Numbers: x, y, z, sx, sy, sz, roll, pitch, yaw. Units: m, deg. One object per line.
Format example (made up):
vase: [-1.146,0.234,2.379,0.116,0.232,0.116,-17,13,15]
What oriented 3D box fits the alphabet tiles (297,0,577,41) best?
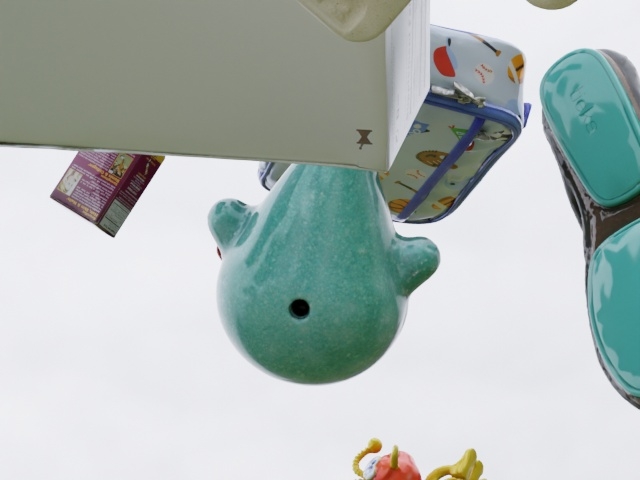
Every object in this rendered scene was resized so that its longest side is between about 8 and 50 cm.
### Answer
alphabet tiles: [0.042,-0.237,0.768,0.284,0.021,0.278,41,-74,-3]

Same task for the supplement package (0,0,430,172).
supplement package: [-0.075,-0.166,1.039,0.262,0.145,0.204,4,-64,12]

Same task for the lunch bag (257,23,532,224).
lunch bag: [0.076,-0.120,1.816,0.243,0.115,0.303,14,-24,-12]

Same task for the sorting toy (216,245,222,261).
sorting toy: [-0.065,0.020,1.733,0.061,0.102,0.042,-27,-37,-31]

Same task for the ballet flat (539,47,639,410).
ballet flat: [0.212,-0.005,1.119,0.095,0.280,0.096,-28,-41,26]

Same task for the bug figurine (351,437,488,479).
bug figurine: [0.039,0.272,1.123,0.072,0.279,0.216,-1,-50,29]

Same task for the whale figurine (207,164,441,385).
whale figurine: [0.000,0.000,1.594,0.216,0.141,0.272,13,-78,6]

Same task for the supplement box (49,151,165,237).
supplement box: [-0.178,-0.053,1.491,0.083,0.055,0.043,-57,-23,-6]
